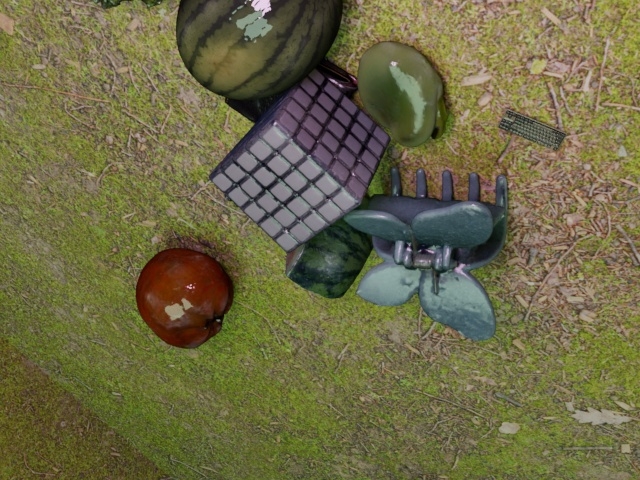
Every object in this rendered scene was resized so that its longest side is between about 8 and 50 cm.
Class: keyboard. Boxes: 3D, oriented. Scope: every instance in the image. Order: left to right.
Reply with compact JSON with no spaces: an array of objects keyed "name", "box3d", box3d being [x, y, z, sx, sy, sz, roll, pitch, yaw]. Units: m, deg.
[{"name":"keyboard","box3d":[0.422,-0.220,1.600,0.129,0.015,0.049,23,138,2]}]

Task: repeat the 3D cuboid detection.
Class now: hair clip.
[{"name":"hair clip","box3d":[0.241,-0.013,1.733,0.318,0.238,0.392,6,135,22]}]

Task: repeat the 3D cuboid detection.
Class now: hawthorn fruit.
[{"name":"hawthorn fruit","box3d":[-0.370,0.156,2.187,0.284,0.284,0.284,13,137,13]}]

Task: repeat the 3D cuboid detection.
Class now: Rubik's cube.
[{"name":"Rubik's cube","box3d":[-0.037,-0.162,1.609,0.238,0.237,0.237,41,134,-12]}]

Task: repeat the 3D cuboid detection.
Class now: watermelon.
[{"name":"watermelon","box3d":[-0.107,-0.413,1.462,0.279,0.279,0.359,43,138,-19]},{"name":"watermelon","box3d":[0.000,0.000,1.886,0.213,0.261,0.201,35,164,-34]}]

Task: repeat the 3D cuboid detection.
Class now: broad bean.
[{"name":"broad bean","box3d":[0.167,-0.290,1.593,0.228,0.100,0.169,40,130,-14]}]

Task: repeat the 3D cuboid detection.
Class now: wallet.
[{"name":"wallet","box3d":[-0.068,-0.312,1.707,0.262,0.071,0.221,31,139,2]}]

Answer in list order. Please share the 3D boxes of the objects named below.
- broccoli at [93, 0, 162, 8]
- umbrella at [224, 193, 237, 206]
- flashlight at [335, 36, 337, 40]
[{"name":"broccoli","box3d":[-0.400,-0.598,1.471,0.375,0.302,0.249,19,123,-36]},{"name":"umbrella","box3d":[-0.121,-0.115,1.935,0.224,0.071,0.080,-6,165,23]},{"name":"flashlight","box3d":[0.026,-0.430,1.572,0.018,0.018,0.083,16,138,12]}]
